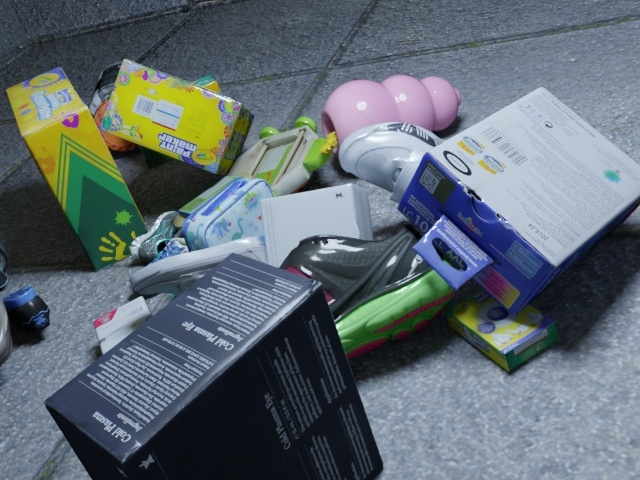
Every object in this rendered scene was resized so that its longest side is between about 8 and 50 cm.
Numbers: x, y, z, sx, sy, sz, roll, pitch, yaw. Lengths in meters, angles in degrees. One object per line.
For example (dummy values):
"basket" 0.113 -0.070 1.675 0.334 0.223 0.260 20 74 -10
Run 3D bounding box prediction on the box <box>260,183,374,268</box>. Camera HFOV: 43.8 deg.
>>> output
"box" 0.000 0.000 1.481 0.181 0.181 0.119 -8 -5 18

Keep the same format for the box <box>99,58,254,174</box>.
"box" -0.336 -0.290 1.938 0.289 0.177 0.279 21 4 1

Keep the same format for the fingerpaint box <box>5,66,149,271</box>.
"fingerpaint box" -0.602 -0.188 1.961 0.163 0.371 0.445 -27 32 -13

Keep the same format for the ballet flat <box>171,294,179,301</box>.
"ballet flat" -0.248 0.147 1.507 0.083 0.087 0.247 -18 33 15

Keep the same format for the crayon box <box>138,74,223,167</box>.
"crayon box" -0.403 -0.344 2.292 0.278 0.165 0.081 -25 31 -9

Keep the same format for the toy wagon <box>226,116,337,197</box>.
"toy wagon" -0.090 -0.176 1.868 0.344 0.068 0.267 -9 43 39

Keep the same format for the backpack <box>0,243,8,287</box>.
"backpack" -0.859 0.051 1.951 0.165 0.144 0.188 -26 28 -1

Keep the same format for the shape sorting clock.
"shape sorting clock" -0.240 -0.089 1.795 0.206 0.040 0.206 -30 17 10

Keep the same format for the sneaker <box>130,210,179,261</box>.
"sneaker" -0.364 -0.003 1.851 0.076 0.065 0.166 18 48 23

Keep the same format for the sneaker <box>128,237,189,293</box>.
"sneaker" -0.323 0.042 1.719 0.211 0.081 0.080 -31 33 -19

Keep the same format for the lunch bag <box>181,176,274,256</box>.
"lunch bag" -0.176 -0.021 1.644 0.090 0.176 0.219 8 41 38

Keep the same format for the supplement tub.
"supplement tub" -0.611 -0.417 2.486 0.207 0.207 0.338 -19 30 1

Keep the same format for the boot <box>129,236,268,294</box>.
"boot" -0.214 0.086 1.437 0.258 0.124 0.095 -17 -14 7

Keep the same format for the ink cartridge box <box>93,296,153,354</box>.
"ink cartridge box" -0.365 0.187 1.531 0.109 0.063 0.150 -27 32 -11

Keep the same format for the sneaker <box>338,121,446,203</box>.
"sneaker" 0.211 -0.096 1.484 0.365 0.137 0.210 14 37 -7

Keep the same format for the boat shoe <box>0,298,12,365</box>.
"boat shoe" -0.704 0.174 1.664 0.132 0.130 0.355 -39 40 -13

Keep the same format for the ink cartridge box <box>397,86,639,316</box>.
"ink cartridge box" 0.320 -0.064 1.300 0.395 0.151 0.270 -30 66 -37

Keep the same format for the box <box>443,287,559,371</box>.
"box" 0.282 0.129 1.282 0.105 0.043 0.179 -29 30 -16

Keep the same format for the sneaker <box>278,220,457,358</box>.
"sneaker" -0.016 0.105 1.309 0.482 0.185 0.202 -18 60 -16

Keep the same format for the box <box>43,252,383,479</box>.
"box" -0.115 0.251 1.017 0.178 0.343 0.312 16 45 42

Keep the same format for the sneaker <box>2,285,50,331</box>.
"sneaker" -0.643 0.154 1.735 0.081 0.091 0.232 -33 12 -23

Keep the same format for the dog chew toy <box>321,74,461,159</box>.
"dog chew toy" 0.175 -0.296 1.873 0.331 0.207 0.206 -18 30 -13
